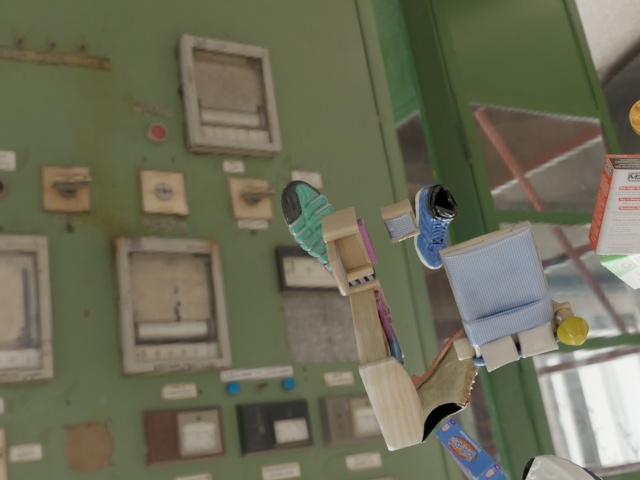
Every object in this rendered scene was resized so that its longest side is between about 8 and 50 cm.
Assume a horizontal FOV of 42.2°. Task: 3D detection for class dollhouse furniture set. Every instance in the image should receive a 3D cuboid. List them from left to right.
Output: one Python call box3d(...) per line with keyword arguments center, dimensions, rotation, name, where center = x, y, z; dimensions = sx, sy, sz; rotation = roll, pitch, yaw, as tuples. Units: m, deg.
box3d(center=(0.190, 0.082, 1.078), dimensions=(0.303, 0.286, 0.198), rotation=(-18, -153, 5), name="dollhouse furniture set")

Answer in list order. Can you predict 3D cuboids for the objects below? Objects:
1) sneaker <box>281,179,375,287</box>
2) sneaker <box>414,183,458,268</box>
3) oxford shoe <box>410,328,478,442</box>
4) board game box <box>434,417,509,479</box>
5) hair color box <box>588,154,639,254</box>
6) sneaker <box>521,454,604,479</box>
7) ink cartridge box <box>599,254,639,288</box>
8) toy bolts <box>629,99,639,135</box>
box3d(center=(0.000, 0.000, 1.408), dimensions=(0.083, 0.223, 0.098), rotation=(-36, -173, -12), name="sneaker")
box3d(center=(0.211, -0.027, 1.496), dimensions=(0.058, 0.152, 0.084), rotation=(2, 171, -19), name="sneaker")
box3d(center=(0.314, 0.314, 1.874), dimensions=(0.348, 0.130, 0.123), rotation=(-46, 137, 3), name="oxford shoe")
box3d(center=(0.309, 0.443, 1.523), dimensions=(0.047, 0.210, 0.160), rotation=(-39, -155, -6), name="board game box")
box3d(center=(0.422, -0.048, 1.148), dimensions=(0.072, 0.043, 0.141), rotation=(1, 126, 1), name="hair color box")
box3d(center=(0.488, 0.444, 1.265), dimensions=(0.236, 0.130, 0.323), rotation=(8, -163, -33), name="sneaker")
box3d(center=(0.824, -0.002, 1.937), dimensions=(0.289, 0.121, 0.211), rotation=(-19, 147, 37), name="ink cartridge box")
box3d(center=(0.773, -0.316, 1.726), dimensions=(0.228, 0.218, 0.158), rotation=(28, 164, 25), name="toy bolts")
